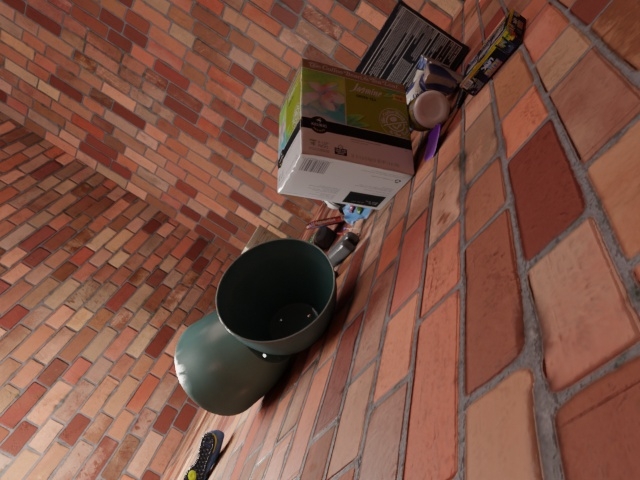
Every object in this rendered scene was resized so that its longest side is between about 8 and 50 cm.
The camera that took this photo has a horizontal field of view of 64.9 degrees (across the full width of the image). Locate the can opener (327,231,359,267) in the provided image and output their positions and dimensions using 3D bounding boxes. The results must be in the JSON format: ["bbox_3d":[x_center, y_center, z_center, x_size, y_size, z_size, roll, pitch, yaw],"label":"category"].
[{"bbox_3d":[0.029,0.046,1.630,0.074,0.093,0.280,-60,11,-31],"label":"can opener"}]

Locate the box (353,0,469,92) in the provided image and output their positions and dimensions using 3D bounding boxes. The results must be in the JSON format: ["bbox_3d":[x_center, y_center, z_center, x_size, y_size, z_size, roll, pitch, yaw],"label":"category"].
[{"bbox_3d":[0.316,-0.638,1.817,0.296,0.294,0.183,-56,4,15],"label":"box"}]

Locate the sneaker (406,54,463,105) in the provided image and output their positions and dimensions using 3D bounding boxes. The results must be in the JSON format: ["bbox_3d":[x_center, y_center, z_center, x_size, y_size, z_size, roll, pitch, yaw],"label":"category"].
[{"bbox_3d":[0.351,-0.475,1.623,0.315,0.128,0.182,-81,10,-62],"label":"sneaker"}]

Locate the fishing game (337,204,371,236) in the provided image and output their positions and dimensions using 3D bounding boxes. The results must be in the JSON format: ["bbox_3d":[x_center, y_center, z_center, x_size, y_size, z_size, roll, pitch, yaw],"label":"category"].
[{"bbox_3d":[0.126,-0.138,1.628,0.189,0.041,0.264,7,75,61],"label":"fishing game"}]

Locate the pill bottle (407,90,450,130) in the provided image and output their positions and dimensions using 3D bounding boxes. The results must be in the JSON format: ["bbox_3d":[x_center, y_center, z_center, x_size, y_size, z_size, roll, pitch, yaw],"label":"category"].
[{"bbox_3d":[0.302,-0.371,1.463,0.103,0.103,0.184,-57,6,6],"label":"pill bottle"}]

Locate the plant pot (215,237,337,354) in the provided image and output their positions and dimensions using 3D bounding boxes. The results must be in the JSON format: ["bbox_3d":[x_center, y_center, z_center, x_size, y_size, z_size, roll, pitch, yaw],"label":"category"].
[{"bbox_3d":[-0.086,0.166,1.248,0.290,0.290,0.195,-61,-30,-30],"label":"plant pot"}]

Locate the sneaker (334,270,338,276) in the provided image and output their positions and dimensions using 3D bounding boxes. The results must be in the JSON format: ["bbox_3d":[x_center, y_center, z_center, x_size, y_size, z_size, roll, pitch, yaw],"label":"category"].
[{"bbox_3d":[0.006,0.130,1.550,0.089,0.051,0.170,-59,1,-9],"label":"sneaker"}]

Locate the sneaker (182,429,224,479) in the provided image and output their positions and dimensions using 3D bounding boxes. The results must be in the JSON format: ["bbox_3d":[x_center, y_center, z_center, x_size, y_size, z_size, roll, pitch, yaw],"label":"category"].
[{"bbox_3d":[-0.355,0.691,1.564,0.209,0.069,0.082,-67,-26,-5],"label":"sneaker"}]

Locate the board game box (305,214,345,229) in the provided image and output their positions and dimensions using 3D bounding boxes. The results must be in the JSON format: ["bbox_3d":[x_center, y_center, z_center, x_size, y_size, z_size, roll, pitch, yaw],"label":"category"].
[{"bbox_3d":[0.025,-0.075,2.104,0.281,0.145,0.027,169,90,-82],"label":"board game box"}]

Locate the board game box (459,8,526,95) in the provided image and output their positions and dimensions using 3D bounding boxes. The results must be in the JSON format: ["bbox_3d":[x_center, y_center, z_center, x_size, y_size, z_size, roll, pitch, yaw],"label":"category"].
[{"bbox_3d":[0.419,-0.455,1.225,0.170,0.048,0.141,-51,6,48],"label":"board game box"}]

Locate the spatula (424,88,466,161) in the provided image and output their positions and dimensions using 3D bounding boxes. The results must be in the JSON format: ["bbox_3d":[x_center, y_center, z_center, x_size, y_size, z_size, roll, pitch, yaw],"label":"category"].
[{"bbox_3d":[0.341,-0.338,1.327,0.296,0.030,0.084,-59,4,-11],"label":"spatula"}]

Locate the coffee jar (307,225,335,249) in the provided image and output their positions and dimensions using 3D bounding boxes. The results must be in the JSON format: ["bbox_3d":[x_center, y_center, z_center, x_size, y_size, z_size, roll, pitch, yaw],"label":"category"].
[{"bbox_3d":[0.000,0.000,2.114,0.096,0.079,0.184,-59,7,-16],"label":"coffee jar"}]

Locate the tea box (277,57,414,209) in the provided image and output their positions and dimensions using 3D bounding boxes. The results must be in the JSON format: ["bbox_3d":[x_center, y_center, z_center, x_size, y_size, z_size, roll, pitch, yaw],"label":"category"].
[{"bbox_3d":[0.064,-0.295,1.446,0.220,0.329,0.323,130,143,-57],"label":"tea box"}]

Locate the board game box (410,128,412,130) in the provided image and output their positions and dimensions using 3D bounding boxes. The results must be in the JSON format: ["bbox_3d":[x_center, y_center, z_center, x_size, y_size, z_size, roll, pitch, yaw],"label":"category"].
[{"bbox_3d":[0.281,-0.420,1.945,0.160,0.039,0.211,-31,14,19],"label":"board game box"}]

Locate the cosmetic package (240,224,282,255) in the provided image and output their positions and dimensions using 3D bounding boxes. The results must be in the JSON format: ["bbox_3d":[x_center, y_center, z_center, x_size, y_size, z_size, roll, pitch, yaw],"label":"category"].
[{"bbox_3d":[-0.217,0.076,2.429,0.153,0.296,0.129,-60,8,-29],"label":"cosmetic package"}]

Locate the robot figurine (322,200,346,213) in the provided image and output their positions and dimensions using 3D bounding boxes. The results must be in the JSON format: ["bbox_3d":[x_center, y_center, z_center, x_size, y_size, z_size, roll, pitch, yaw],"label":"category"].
[{"bbox_3d":[0.101,-0.242,2.090,0.209,0.174,0.278,-52,2,-36],"label":"robot figurine"}]

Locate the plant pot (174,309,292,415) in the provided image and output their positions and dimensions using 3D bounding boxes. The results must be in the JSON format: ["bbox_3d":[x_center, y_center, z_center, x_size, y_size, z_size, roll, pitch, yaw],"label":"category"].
[{"bbox_3d":[-0.212,0.301,1.391,0.235,0.293,0.293,-39,16,34],"label":"plant pot"}]
